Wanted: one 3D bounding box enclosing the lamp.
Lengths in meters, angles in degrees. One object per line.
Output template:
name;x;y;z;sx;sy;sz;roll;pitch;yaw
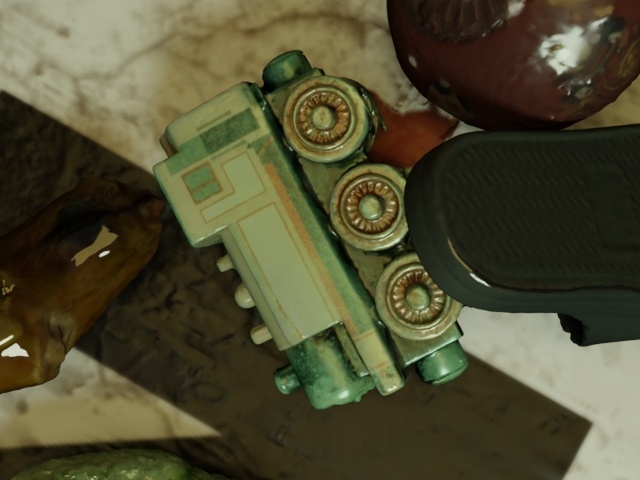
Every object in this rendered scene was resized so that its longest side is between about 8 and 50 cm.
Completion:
lamp;0.115;-0.129;0.567;0.157;0.135;0.156;-47;51;21

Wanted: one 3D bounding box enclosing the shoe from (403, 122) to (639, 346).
shoe;0.136;0.001;0.565;0.241;0.093;0.108;2;67;-30

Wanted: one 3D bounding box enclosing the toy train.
toy train;0.000;0.000;0.580;0.125;0.081;0.194;-28;86;9

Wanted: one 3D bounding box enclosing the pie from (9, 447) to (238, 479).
pie;-0.097;0.228;0.566;0.240;0.054;0.241;0;86;0

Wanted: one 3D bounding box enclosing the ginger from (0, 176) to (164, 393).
ginger;-0.243;0.024;0.558;0.309;0.107;0.133;8;50;-8
